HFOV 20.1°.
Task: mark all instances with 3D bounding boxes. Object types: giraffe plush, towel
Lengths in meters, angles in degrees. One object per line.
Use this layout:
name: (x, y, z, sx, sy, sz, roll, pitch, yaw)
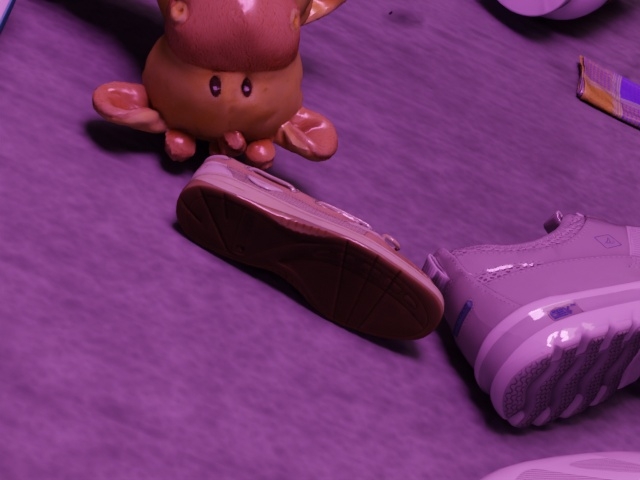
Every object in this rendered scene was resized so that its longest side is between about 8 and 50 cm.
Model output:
giraffe plush: (-0.058, -0.131, 1.016, 0.181, 0.210, 0.170, -7, 51, 12)
towel: (0.224, -0.104, 1.320, 0.083, 0.009, 0.060, 26, 32, -6)

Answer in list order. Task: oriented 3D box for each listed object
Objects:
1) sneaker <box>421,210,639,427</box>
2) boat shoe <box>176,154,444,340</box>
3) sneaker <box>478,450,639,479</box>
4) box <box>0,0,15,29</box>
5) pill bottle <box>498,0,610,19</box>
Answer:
sneaker: (0.181, 0.018, 1.035, 0.281, 0.105, 0.115, -7, 48, -43)
boat shoe: (-0.001, 0.001, 0.963, 0.153, 0.056, 0.048, 24, 37, 3)
sneaker: (0.271, 0.106, 0.848, 0.448, 0.257, 0.169, 7, 40, -31)
box: (-0.221, -0.102, 0.920, 0.101, 0.060, 0.244, 24, 33, -10)
pill bottle: (0.195, -0.226, 1.375, 0.103, 0.103, 0.184, 39, 34, 13)
